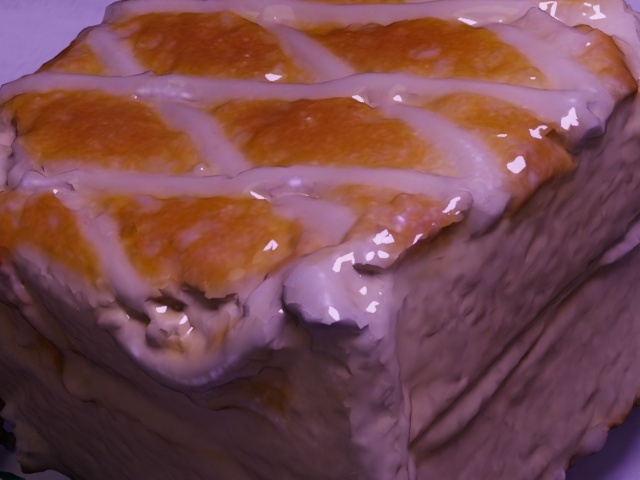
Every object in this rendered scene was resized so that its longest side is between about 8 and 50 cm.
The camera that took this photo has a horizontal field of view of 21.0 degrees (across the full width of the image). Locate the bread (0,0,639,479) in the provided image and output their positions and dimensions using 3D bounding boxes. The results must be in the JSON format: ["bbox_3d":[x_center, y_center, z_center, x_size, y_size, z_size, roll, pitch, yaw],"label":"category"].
[{"bbox_3d":[0.000,0.000,1.062,0.390,0.279,0.371,22,49,39],"label":"bread"}]

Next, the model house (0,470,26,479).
[{"bbox_3d":[-0.276,0.203,1.022,0.280,0.249,0.230,12,63,51],"label":"model house"}]

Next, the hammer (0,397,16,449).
[{"bbox_3d":[-0.227,0.038,1.295,0.202,0.113,0.305,-6,59,33],"label":"hammer"}]
